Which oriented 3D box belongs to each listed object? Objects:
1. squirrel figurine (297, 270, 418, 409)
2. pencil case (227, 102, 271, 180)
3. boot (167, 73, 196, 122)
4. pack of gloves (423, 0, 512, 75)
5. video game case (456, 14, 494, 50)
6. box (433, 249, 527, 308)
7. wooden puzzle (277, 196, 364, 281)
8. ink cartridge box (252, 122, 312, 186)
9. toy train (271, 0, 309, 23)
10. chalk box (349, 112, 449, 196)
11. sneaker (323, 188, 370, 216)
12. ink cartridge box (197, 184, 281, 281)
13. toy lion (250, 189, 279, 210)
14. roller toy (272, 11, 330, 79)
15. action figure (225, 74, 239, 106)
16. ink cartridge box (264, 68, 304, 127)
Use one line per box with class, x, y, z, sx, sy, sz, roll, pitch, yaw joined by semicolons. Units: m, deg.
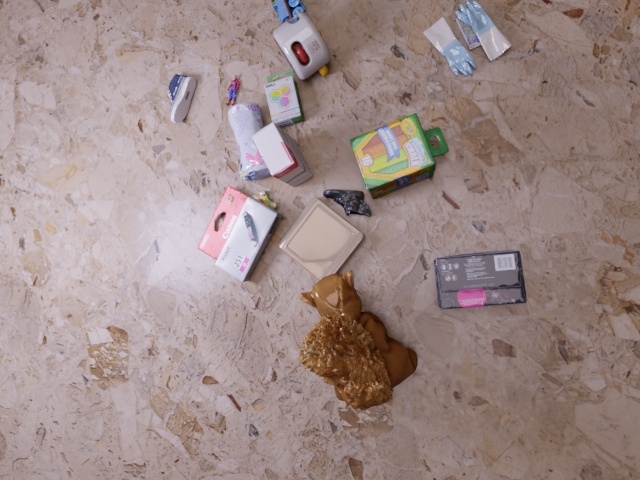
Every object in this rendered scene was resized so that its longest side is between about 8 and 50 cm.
squirrel figurine;0.089;0.282;1.371;0.280;0.397;0.371;-23;89;14
pencil case;-0.248;-0.350;1.645;0.124;0.113;0.273;-16;82;24
boot;-0.544;-0.539;1.754;0.086;0.069;0.190;17;81;20
pack of gloves;0.487;-0.681;1.539;0.195;0.046;0.232;-34;78;12
video game case;0.524;-0.716;1.563;0.087;0.011;0.122;-22;81;9
box;0.485;0.122;1.431;0.247;0.142;0.164;-6;83;10
wooden puzzle;0.000;0.000;1.600;0.238;0.044;0.221;39;94;17
ink cartridge box;-0.122;-0.283;1.557;0.092;0.218;0.159;-30;79;13
toy train;-0.113;-0.843;1.680;0.105;0.080;0.184;-21;83;19
chalk box;0.265;-0.278;1.494;0.288;0.179;0.180;-22;81;10
sneaker;0.090;-0.126;1.583;0.170;0.051;0.089;3;81;9
ink cartridge box;-0.302;-0.030;1.640;0.238;0.060;0.275;29;98;12
toy lion;-0.213;-0.127;1.660;0.096;0.034;0.100;-45;78;12
roller toy;-0.058;-0.671;1.591;0.146;0.191;0.209;-33;79;7
action figure;-0.326;-0.562;1.724;0.038;0.030;0.115;11;85;18
ink cartridge box;-0.134;-0.521;1.660;0.108;0.062;0.210;-14;82;11
